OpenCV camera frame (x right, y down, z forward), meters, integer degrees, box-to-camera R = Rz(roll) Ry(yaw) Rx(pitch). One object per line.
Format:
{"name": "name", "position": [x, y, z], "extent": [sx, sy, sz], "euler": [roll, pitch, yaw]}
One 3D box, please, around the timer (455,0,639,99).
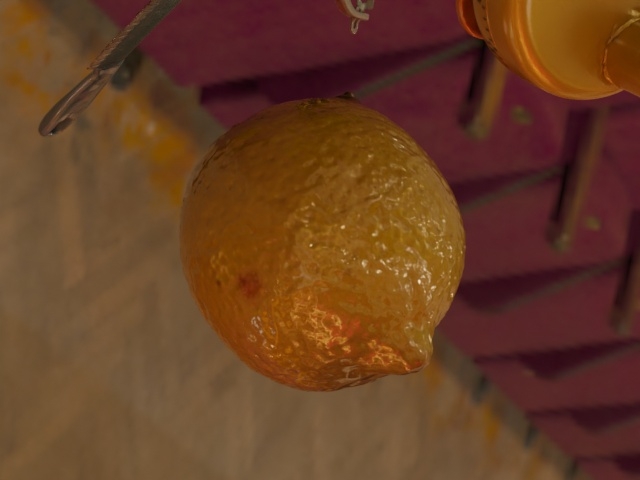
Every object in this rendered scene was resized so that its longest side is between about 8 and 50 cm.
{"name": "timer", "position": [0.125, -0.112, 0.818], "extent": [0.107, 0.109, 0.107], "euler": [-12, 117, -24]}

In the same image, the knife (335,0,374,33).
{"name": "knife", "position": [0.008, -0.255, 1.716], "extent": [0.278, 0.053, 0.123], "euler": [-26, 121, -75]}

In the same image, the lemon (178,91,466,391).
{"name": "lemon", "position": [0.003, 0.006, 1.477], "extent": [0.228, 0.228, 0.253], "euler": [71, -4, -48]}

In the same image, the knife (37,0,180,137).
{"name": "knife", "position": [-0.177, -0.154, 1.537], "extent": [0.044, 0.313, 0.019], "euler": [-21, 80, -38]}
